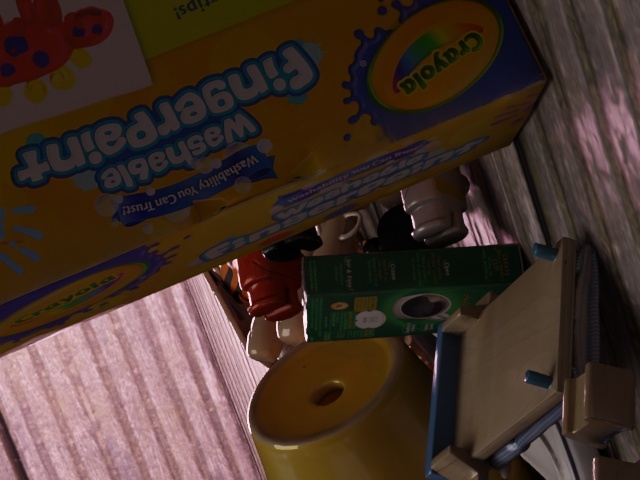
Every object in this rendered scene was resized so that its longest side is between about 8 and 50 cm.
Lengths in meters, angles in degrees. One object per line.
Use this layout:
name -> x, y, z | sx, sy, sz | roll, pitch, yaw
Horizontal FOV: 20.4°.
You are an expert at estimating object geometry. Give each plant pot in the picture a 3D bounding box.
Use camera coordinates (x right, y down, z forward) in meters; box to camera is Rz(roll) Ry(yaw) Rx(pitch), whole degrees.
plant pot -> 0.054, 0.219, 1.678 | 0.239, 0.254, 0.254 | 59, 175, -30

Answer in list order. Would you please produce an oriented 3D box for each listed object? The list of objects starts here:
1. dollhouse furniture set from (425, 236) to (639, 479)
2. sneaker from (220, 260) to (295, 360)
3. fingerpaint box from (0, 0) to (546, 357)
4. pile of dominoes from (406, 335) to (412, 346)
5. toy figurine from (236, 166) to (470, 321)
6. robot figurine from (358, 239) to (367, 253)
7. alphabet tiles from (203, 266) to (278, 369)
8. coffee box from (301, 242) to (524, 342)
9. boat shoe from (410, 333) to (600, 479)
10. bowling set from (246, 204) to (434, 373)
dollhouse furniture set -> 0.224, 0.136, 1.302 | 0.286, 0.198, 0.303 | 128, 153, -54
sneaker -> -0.036, 0.077, 2.247 | 0.180, 0.124, 0.321 | 117, 136, -66
fingerpaint box -> -0.119, -0.170, 1.319 | 0.163, 0.444, 0.371 | 106, 139, -75
pile of dominoes -> 0.127, 0.210, 1.981 | 0.251, 0.040, 0.196 | 87, 158, -62
toy figurine -> 0.021, -0.036, 1.561 | 0.209, 0.213, 0.148 | 100, 163, -65
robot figurine -> 0.000, 0.000, 2.051 | 0.211, 0.085, 0.291 | 81, 163, -52
alphabet tiles -> -0.042, 0.158, 2.405 | 0.342, 0.011, 0.285 | 42, -168, -49
coffee box -> 0.076, 0.045, 1.513 | 0.113, 0.184, 0.040 | 89, 177, -66
boat shoe -> 0.157, 0.139, 1.556 | 0.096, 0.088, 0.267 | 80, 164, -48
bowling set -> 0.052, 0.052, 1.824 | 0.287, 0.199, 0.154 | 148, 139, -66
